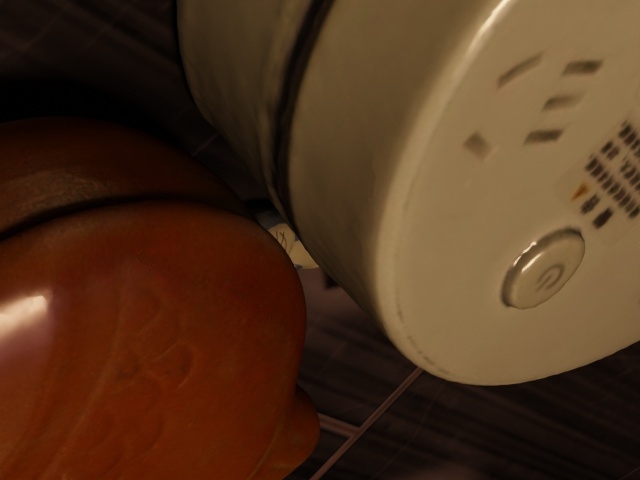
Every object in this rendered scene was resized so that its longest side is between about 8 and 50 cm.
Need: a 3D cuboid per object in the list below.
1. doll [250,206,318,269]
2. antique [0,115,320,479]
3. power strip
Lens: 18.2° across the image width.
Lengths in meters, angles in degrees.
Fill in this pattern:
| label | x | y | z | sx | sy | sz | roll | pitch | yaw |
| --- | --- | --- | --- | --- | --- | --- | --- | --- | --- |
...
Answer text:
| label | x | y | z | sx | sy | sz | roll | pitch | yaw |
| --- | --- | --- | --- | --- | --- | --- | --- | --- | --- |
| doll | 0.000 | 0.000 | 0.975 | 0.125 | 0.027 | 0.037 | -3 | 125 | -45 |
| antique | -0.117 | 0.054 | 0.823 | 0.223 | 0.129 | 0.278 | -49 | 147 | 12 |
| power strip | 0.126 | -0.115 | 0.839 | 0.357 | 0.161 | 0.357 | -27 | 146 | -20 |
